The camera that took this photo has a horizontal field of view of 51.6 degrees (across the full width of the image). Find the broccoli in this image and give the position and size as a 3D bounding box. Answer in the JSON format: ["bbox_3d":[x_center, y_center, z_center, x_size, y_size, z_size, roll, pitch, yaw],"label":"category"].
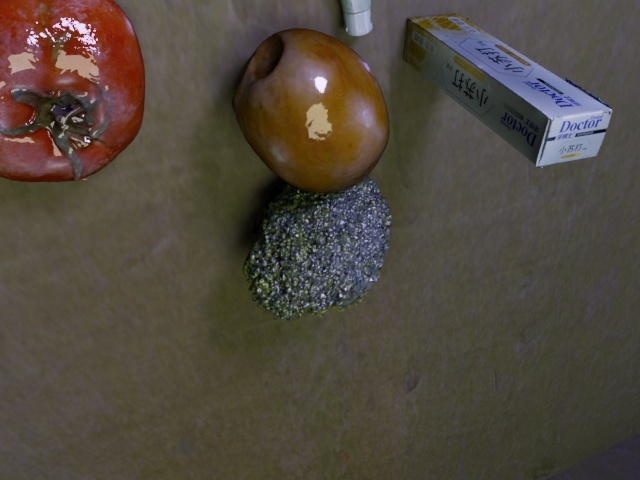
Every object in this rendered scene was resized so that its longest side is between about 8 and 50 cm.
[{"bbox_3d":[0.002,-0.002,0.949,0.198,0.226,0.176,24,133,-14],"label":"broccoli"}]

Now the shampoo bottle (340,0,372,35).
[{"bbox_3d":[0.037,-0.337,0.782,0.069,0.041,0.191,-25,134,-15],"label":"shampoo bottle"}]

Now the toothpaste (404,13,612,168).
[{"bbox_3d":[0.208,-0.191,0.801,0.089,0.313,0.071,-11,129,-19],"label":"toothpaste"}]

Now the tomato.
[{"bbox_3d":[-0.293,-0.159,0.713,0.236,0.095,0.237,-15,131,-18],"label":"tomato"}]

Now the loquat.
[{"bbox_3d":[-0.005,-0.152,0.816,0.179,0.179,0.227,-41,137,7],"label":"loquat"}]
